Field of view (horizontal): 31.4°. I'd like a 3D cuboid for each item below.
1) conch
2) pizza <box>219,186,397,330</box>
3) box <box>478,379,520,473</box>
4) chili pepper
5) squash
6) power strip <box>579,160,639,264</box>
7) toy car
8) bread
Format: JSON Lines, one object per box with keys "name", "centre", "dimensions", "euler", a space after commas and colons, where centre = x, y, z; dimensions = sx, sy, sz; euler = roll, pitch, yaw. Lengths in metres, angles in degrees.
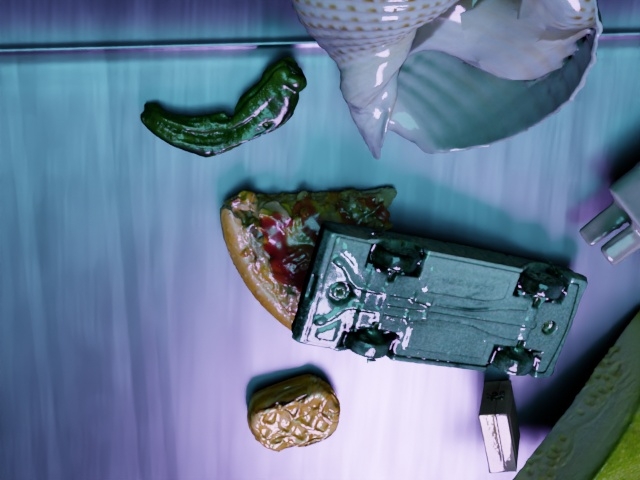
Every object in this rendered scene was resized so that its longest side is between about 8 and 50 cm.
{"name": "conch", "centre": [0.115, -0.243, 1.089], "dimensions": [0.303, 0.215, 0.319], "euler": [10, 148, 5]}
{"name": "pizza", "centre": [0.000, 0.000, 1.249], "dimensions": [0.199, 0.062, 0.188], "euler": [-32, 110, 8]}
{"name": "box", "centre": [0.208, 0.213, 1.319], "dimensions": [0.035, 0.079, 0.083], "euler": [-7, 110, 16]}
{"name": "chili pepper", "centre": [-0.097, -0.134, 1.204], "dimensions": [0.182, 0.050, 0.073], "euler": [-18, 116, 7]}
{"name": "squash", "centre": [0.298, 0.220, 1.259], "dimensions": [0.288, 0.111, 0.203], "euler": [-19, 110, -19]}
{"name": "power strip", "centre": [0.397, 0.037, 1.198], "dimensions": [0.141, 0.229, 0.261], "euler": [-38, 73, 12]}
{"name": "toy car", "centre": [0.132, 0.062, 1.248], "dimensions": [0.320, 0.097, 0.141], "euler": [10, 109, -20]}
{"name": "bread", "centre": [-0.031, 0.204, 1.329], "dimensions": [0.110, 0.044, 0.083], "euler": [-17, 111, 2]}
